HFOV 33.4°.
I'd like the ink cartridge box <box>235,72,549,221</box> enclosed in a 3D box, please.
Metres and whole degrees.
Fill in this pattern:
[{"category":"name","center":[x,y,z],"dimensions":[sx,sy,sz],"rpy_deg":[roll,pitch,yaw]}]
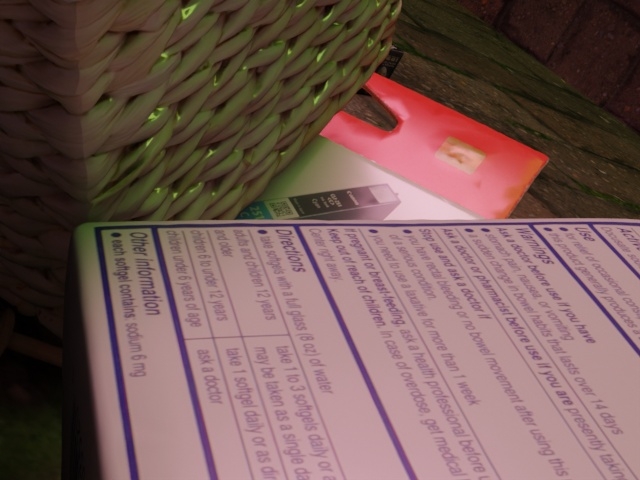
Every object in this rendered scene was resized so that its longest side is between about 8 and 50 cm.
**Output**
[{"category":"ink cartridge box","center":[-0.029,-0.055,0.681],"dimensions":[0.296,0.066,0.261],"rpy_deg":[28,56,16]}]

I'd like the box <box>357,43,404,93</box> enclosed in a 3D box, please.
[{"category":"box","center":[0.009,-0.283,1.521],"dimensions":[0.147,0.077,0.180],"rpy_deg":[40,22,24]}]

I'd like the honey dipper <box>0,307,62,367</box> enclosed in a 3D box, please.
[{"category":"honey dipper","center":[-0.127,0.065,0.566],"dimensions":[0.161,0.030,0.030],"rpy_deg":[23,21,-26]}]

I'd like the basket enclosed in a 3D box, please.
[{"category":"basket","center":[-0.142,-0.184,0.557],"dimensions":[0.328,0.266,0.331],"rpy_deg":[28,52,16]}]

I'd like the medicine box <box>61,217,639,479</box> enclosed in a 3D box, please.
[{"category":"medicine box","center":[0.057,0.116,0.399],"dimensions":[0.289,0.149,0.263],"rpy_deg":[0,30,-16]}]
